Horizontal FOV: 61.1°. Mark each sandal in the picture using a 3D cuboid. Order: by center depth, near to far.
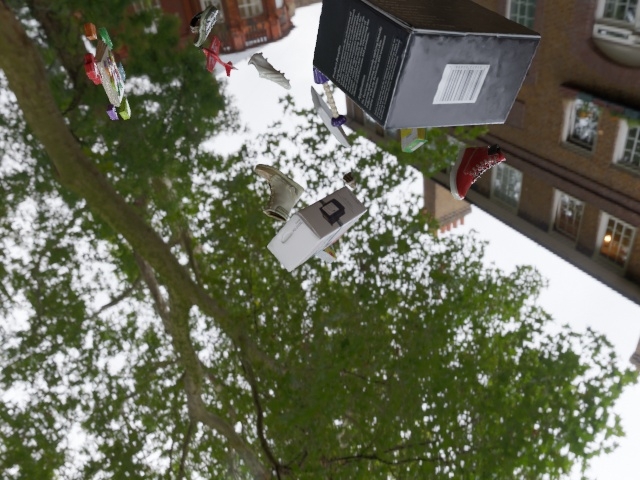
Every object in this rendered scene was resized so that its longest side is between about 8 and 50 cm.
[{"bbox_3d":[-0.497,-0.914,2.269,0.120,0.086,0.303,-65,-165,-12],"label":"sandal"}]

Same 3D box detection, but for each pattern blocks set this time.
[{"bbox_3d":[-0.607,-0.482,1.564,0.026,0.285,0.324,-14,-127,-4],"label":"pattern blocks set"}]

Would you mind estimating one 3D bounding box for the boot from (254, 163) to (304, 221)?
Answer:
[{"bbox_3d":[-0.185,-0.184,2.084,0.213,0.077,0.165,32,-111,-12],"label":"boot"}]

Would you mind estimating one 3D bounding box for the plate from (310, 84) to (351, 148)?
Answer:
[{"bbox_3d":[0.040,-0.595,2.642,0.045,0.277,0.278,-33,-143,14],"label":"plate"}]

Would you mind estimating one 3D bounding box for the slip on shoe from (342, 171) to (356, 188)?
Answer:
[{"bbox_3d":[0.135,-0.272,2.457,0.051,0.041,0.135,-35,-156,4],"label":"slip on shoe"}]

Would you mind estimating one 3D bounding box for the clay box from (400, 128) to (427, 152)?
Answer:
[{"bbox_3d":[0.385,-0.493,2.253,0.053,0.127,0.221,7,-107,-22],"label":"clay box"}]

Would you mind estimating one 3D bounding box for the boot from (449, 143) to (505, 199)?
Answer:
[{"bbox_3d":[0.587,-0.260,2.017,0.176,0.088,0.244,-2,-127,38],"label":"boot"}]

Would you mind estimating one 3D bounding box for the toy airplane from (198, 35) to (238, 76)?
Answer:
[{"bbox_3d":[-0.337,-0.599,1.791,0.028,0.151,0.151,-24,-161,43],"label":"toy airplane"}]

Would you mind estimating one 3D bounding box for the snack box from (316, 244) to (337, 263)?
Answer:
[{"bbox_3d":[0.000,0.000,1.862,0.037,0.100,0.141,-32,-127,20],"label":"snack box"}]

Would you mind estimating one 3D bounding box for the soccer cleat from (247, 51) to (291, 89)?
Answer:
[{"bbox_3d":[-0.196,-0.644,2.104,0.196,0.068,0.076,43,-97,0],"label":"soccer cleat"}]

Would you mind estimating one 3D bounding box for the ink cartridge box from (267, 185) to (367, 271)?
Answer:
[{"bbox_3d":[-0.008,-0.034,1.489,0.100,0.172,0.237,50,-138,7],"label":"ink cartridge box"}]

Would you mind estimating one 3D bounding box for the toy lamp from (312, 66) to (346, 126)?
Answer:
[{"bbox_3d":[0.034,-0.588,2.188,0.080,0.274,0.080,-15,-138,14],"label":"toy lamp"}]

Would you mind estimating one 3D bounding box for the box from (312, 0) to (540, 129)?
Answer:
[{"bbox_3d":[0.302,-0.584,1.677,0.480,0.297,0.471,-9,-137,-27],"label":"box"}]
